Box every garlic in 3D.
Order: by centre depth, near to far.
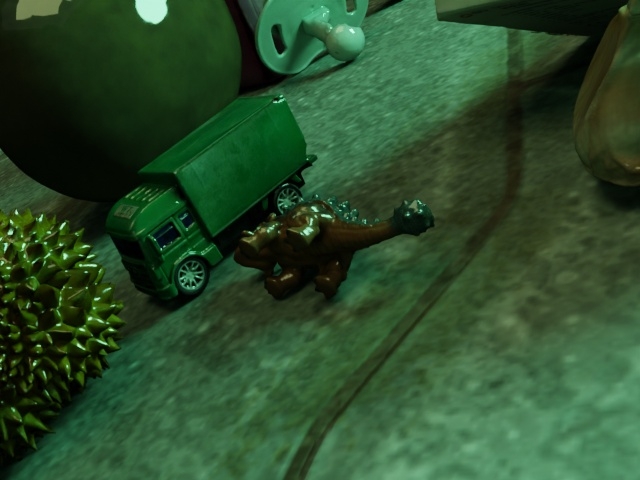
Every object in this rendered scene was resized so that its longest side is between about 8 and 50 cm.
[{"bbox_3d":[0.196,-0.076,0.357,0.174,0.099,0.124,-9,11,27],"label":"garlic"}]

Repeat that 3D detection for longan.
[{"bbox_3d":[-0.199,-0.161,0.734,0.258,0.258,0.258,-23,25,11],"label":"longan"}]

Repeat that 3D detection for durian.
[{"bbox_3d":[-0.191,0.053,0.456,0.158,0.137,0.168,-14,6,-18],"label":"durian"}]

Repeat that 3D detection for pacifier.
[{"bbox_3d":[0.004,-0.236,0.860,0.150,0.127,0.116,-29,47,-19],"label":"pacifier"}]

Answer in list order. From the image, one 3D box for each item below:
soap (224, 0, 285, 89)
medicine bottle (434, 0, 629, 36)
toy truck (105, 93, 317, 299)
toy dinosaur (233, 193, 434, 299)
[{"bbox_3d":[-0.155,-0.334,0.939,0.220,0.325,0.127,-3,30,39],"label":"soap"},{"bbox_3d":[0.192,-0.158,0.474,0.171,0.052,0.201,-6,8,-35],"label":"medicine bottle"},{"bbox_3d":[-0.074,-0.028,0.547,0.147,0.079,0.065,-43,28,-25],"label":"toy truck"},{"bbox_3d":[0.000,0.000,0.451,0.154,0.049,0.055,-10,26,45],"label":"toy dinosaur"}]
